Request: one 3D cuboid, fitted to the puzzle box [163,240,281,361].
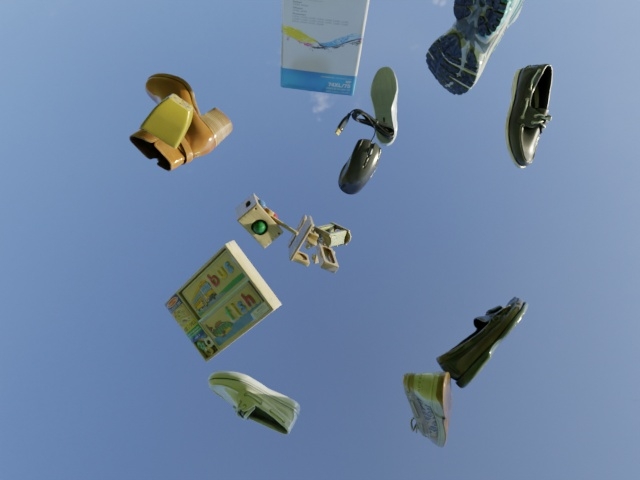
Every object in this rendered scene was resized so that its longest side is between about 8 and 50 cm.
[{"bbox_3d":[-0.350,0.219,1.528,0.409,0.052,0.272,-41,-96,30],"label":"puzzle box"}]

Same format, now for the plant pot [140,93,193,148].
[{"bbox_3d":[-0.312,-0.257,0.928,0.083,0.082,0.081,-49,-158,18],"label":"plant pot"}]

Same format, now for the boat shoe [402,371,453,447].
[{"bbox_3d":[0.241,0.367,0.977,0.090,0.285,0.104,5,-134,22],"label":"boat shoe"}]

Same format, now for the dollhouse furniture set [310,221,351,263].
[{"bbox_3d":[0.002,0.035,1.554,0.101,0.160,0.182,28,-153,36],"label":"dollhouse furniture set"}]

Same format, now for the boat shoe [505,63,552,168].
[{"bbox_3d":[0.409,-0.244,0.856,0.065,0.075,0.205,-1,-100,55],"label":"boat shoe"}]

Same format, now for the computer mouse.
[{"bbox_3d":[0.114,-0.281,1.401,0.261,0.184,0.060,-58,-159,9],"label":"computer mouse"}]

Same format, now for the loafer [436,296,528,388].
[{"bbox_3d":[0.363,0.205,0.983,0.084,0.096,0.268,40,-118,20],"label":"loafer"}]

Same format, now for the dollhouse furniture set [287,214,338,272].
[{"bbox_3d":[0.000,0.000,1.279,0.123,0.151,0.144,-59,-159,21],"label":"dollhouse furniture set"}]

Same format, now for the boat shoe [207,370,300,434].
[{"bbox_3d":[-0.159,0.367,1.002,0.227,0.083,0.075,18,-143,4],"label":"boat shoe"}]

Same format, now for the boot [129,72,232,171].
[{"bbox_3d":[-0.393,-0.297,1.110,0.283,0.109,0.220,38,-126,6],"label":"boot"}]

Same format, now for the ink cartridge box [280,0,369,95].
[{"bbox_3d":[0.009,-0.542,1.102,0.197,0.270,0.198,7,-126,-1],"label":"ink cartridge box"}]

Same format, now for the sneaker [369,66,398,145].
[{"bbox_3d":[0.214,-0.448,1.498,0.094,0.091,0.257,2,-83,9],"label":"sneaker"}]

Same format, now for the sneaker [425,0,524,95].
[{"bbox_3d":[0.280,-0.360,0.757,0.122,0.283,0.110,-39,-97,-12],"label":"sneaker"}]

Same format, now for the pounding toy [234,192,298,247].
[{"bbox_3d":[-0.149,-0.053,1.204,0.100,0.130,0.141,-40,-155,3],"label":"pounding toy"}]
